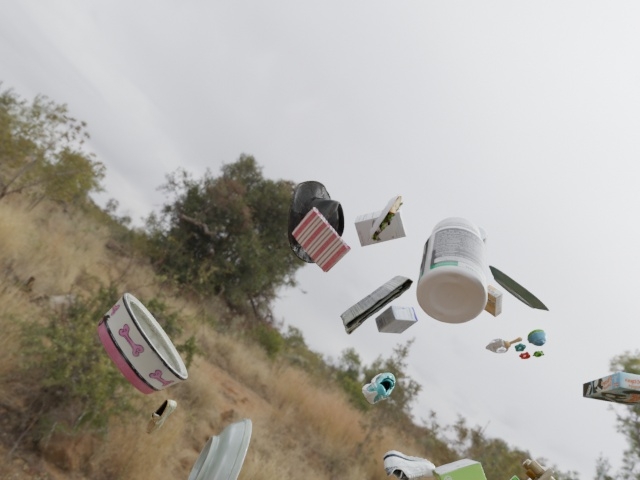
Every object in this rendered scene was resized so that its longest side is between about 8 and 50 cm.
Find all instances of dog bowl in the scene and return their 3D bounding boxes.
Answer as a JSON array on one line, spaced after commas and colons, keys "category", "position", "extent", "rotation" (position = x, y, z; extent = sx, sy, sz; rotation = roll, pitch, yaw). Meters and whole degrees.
[{"category": "dog bowl", "position": [-0.686, 0.407, 1.864], "extent": [0.408, 0.150, 0.408], "rotation": [52, -12, 16]}]

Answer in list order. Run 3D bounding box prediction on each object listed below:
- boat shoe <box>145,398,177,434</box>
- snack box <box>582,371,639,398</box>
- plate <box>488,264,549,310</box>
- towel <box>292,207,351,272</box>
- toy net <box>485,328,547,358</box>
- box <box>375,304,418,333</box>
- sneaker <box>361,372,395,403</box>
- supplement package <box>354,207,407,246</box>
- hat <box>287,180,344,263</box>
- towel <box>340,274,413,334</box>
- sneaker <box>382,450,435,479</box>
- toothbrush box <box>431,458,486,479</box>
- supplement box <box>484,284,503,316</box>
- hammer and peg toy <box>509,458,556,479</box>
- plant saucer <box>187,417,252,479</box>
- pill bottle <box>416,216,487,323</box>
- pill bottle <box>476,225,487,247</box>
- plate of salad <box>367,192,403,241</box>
[{"category": "boat shoe", "position": [-0.553, 0.598, 1.665], "extent": [0.050, 0.135, 0.045], "rotation": [26, -18, 47]}, {"category": "snack box", "position": [1.127, 0.550, 1.795], "extent": [0.187, 0.060, 0.322], "rotation": [8, -23, 9]}, {"category": "plate", "position": [0.521, 0.133, 1.298], "extent": [0.188, 0.024, 0.188], "rotation": [38, 5, -4]}, {"category": "towel", "position": [0.000, 0.000, 1.703], "extent": [0.197, 0.144, 0.029], "rotation": [50, 32, 10]}, {"category": "toy net", "position": [0.724, 0.390, 1.816], "extent": [0.233, 0.045, 0.122], "rotation": [-2, -52, 0]}, {"category": "box", "position": [0.336, 0.351, 2.159], "extent": [0.137, 0.072, 0.126], "rotation": [11, -41, -32]}, {"category": "sneaker", "position": [0.282, 0.643, 2.140], "extent": [0.107, 0.110, 0.275], "rotation": [59, 22, 12]}, {"category": "supplement package", "position": [0.234, -0.055, 1.881], "extent": [0.105, 0.180, 0.105], "rotation": [-60, 133, -69]}, {"category": "hat", "position": [0.012, -0.075, 1.866], "extent": [0.134, 0.331, 0.331], "rotation": [-4, -38, 38]}, {"category": "towel", "position": [0.216, 0.246, 1.914], "extent": [0.056, 0.312, 0.324], "rotation": [55, -1, 2]}, {"category": "sneaker", "position": [0.357, 0.921, 1.946], "extent": [0.235, 0.090, 0.094], "rotation": [18, 27, -13]}, {"category": "toothbrush box", "position": [0.418, 0.765, 1.336], "extent": [0.206, 0.122, 0.283], "rotation": [74, 0, -67]}, {"category": "supplement box", "position": [0.610, 0.215, 1.731], "extent": [0.062, 0.036, 0.098], "rotation": [39, -32, 49]}, {"category": "hammer and peg toy", "position": [0.716, 0.975, 1.808], "extent": [0.127, 0.361, 0.266], "rotation": [44, -5, 28]}, {"category": "plant saucer", "position": [-0.362, 0.768, 1.614], "extent": [0.101, 0.400, 0.400], "rotation": [30, -12, -9]}, {"category": "pill bottle", "position": [0.424, 0.079, 1.553], "extent": [0.204, 0.361, 0.204], "rotation": [8, -57, 13]}, {"category": "pill bottle", "position": [0.569, 0.074, 1.875], "extent": [0.131, 0.131, 0.245], "rotation": [25, -47, 43]}, {"category": "plate of salad", "position": [0.225, -0.074, 1.682], "extent": [0.048, 0.199, 0.200], "rotation": [33, -14, 3]}]
